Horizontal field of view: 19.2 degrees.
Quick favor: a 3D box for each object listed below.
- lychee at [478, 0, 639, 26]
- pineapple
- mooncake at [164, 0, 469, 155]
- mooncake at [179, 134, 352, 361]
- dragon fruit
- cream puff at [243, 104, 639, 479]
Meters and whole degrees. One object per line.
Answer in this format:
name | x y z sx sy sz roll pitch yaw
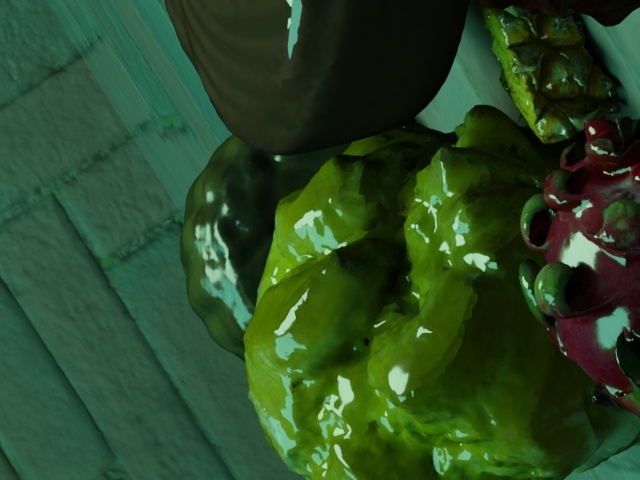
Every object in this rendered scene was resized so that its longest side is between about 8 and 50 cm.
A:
lychee | 0.129 -0.226 0.838 0.264 0.264 0.300 59 166 -11
pineapple | 0.166 -0.142 1.426 0.116 0.069 0.137 153 93 -84
mooncake | -0.020 -0.229 1.470 0.334 0.174 0.325 -150 51 -67
mooncake | 0.000 0.000 1.897 0.290 0.290 0.161 56 166 2
dragon fruit | 0.248 0.034 1.287 0.218 0.198 0.273 13 167 32
cream puff | 0.109 0.038 1.506 0.378 0.378 0.275 49 167 32
